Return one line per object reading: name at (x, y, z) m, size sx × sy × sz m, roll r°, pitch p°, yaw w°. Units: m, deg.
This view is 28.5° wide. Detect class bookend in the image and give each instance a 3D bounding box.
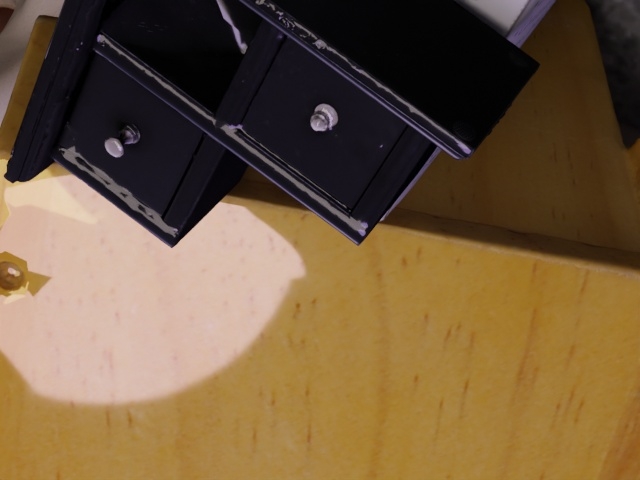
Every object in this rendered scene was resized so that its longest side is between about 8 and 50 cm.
bookend at (-0.027, -0.048, 0.498) m, size 0.156 × 0.072 × 0.157 m, roll 37°, pitch 133°, yaw 3°

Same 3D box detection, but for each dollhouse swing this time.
dollhouse swing at (0.000, 0.000, 0.741) m, size 0.346 × 0.305 × 0.315 m, roll 10°, pitch 116°, yaw -8°

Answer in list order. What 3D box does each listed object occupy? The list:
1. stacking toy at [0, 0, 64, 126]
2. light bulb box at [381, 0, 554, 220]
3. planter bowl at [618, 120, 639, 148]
stacking toy at (-0.195, 0.000, 1.005) m, size 0.350 × 0.351 × 0.480 m, roll 4°, pitch 139°, yaw 29°
light bulb box at (0.085, -0.268, 0.571) m, size 0.225 × 0.358 × 0.361 m, roll 35°, pitch 130°, yaw 3°
planter bowl at (0.168, 0.009, 0.861) m, size 0.162 × 0.109 × 0.162 m, roll 16°, pitch 126°, yaw 23°
